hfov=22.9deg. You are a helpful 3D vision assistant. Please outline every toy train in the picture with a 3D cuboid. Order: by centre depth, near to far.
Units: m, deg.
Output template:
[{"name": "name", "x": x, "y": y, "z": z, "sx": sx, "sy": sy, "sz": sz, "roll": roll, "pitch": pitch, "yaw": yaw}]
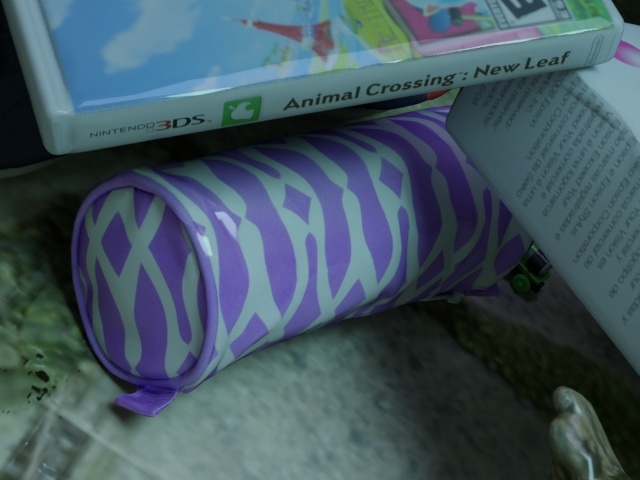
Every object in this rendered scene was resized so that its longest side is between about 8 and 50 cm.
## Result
[{"name": "toy train", "x": 0.077, "y": -0.010, "z": 0.731, "sx": 0.083, "sy": 0.024, "sz": 0.017, "roll": 47, "pitch": 41, "yaw": 13}]

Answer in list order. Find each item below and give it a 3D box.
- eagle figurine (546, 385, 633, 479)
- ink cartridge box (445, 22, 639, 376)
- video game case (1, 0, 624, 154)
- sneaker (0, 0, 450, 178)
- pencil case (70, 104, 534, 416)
[{"name": "eagle figurine", "x": 0.015, "y": 0.184, "z": 0.408, "sx": 0.298, "sy": 0.225, "sz": 0.226, "roll": -44, "pitch": 37, "yaw": -21}, {"name": "ink cartridge box", "x": 0.251, "y": 0.047, "z": 0.549, "sx": 0.324, "sy": 0.071, "sz": 0.330, "roll": 6, "pitch": 34, "yaw": -33}, {"name": "video game case", "x": -0.024, "y": -0.128, "z": 0.551, "sx": 0.193, "sy": 0.023, "sz": 0.212, "roll": -11, "pitch": 55, "yaw": -16}, {"name": "sneaker", "x": -0.049, "y": -0.104, "z": 0.606, "sx": 0.350, "sy": 0.148, "sz": 0.131, "roll": -13, "pitch": 90, "yaw": -42}, {"name": "pencil case", "x": 0.000, "y": 0.000, "z": 0.625, "sx": 0.206, "sy": 0.088, "sz": 0.086, "roll": -13, "pitch": 20, "yaw": -43}]
